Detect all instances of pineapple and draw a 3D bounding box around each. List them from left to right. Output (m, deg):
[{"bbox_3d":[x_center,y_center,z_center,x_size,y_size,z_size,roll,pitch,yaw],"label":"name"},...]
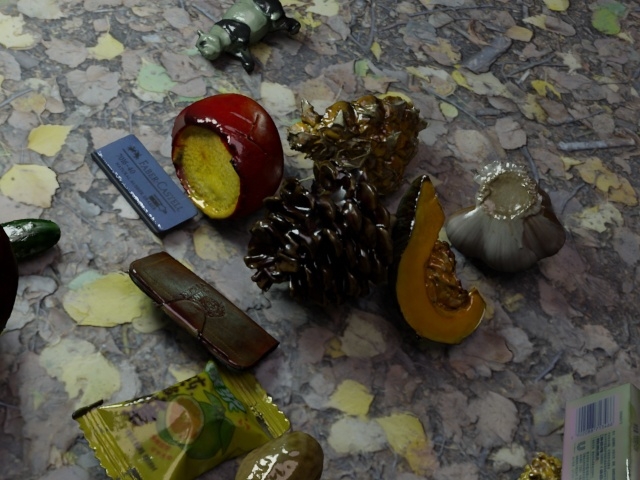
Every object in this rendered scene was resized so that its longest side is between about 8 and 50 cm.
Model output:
[{"bbox_3d":[0.094,-0.170,1.924,0.334,0.161,0.158,7,65,-41],"label":"pineapple"}]

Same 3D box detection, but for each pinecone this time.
[{"bbox_3d":[0.007,-0.009,1.750,0.257,0.243,0.243,-10,55,-47],"label":"pinecone"}]

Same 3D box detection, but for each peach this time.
[{"bbox_3d":[-0.162,-0.141,1.849,0.190,0.196,0.226,-10,50,16],"label":"peach"}]

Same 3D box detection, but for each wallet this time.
[{"bbox_3d":[-0.190,0.111,1.716,0.255,0.031,0.137,38,24,11],"label":"wallet"}]

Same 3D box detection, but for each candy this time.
[{"bbox_3d":[-0.198,0.269,1.587,0.297,0.081,0.187,-21,63,-38],"label":"candy"}]

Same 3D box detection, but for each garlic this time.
[{"bbox_3d":[0.326,-0.074,1.936,0.207,0.207,0.257,3,46,-14],"label":"garlic"}]

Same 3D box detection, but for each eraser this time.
[{"bbox_3d":[-0.307,-0.100,1.870,0.082,0.036,0.225,-29,66,-30],"label":"eraser"}]

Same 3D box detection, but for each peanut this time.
[{"bbox_3d":[-0.086,0.362,1.550,0.108,0.095,0.226,18,48,40],"label":"peanut"}]

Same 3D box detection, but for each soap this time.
[{"bbox_3d":[0.477,0.351,1.658,0.182,0.138,0.199,37,45,-25],"label":"soap"}]

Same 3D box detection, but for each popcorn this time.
[{"bbox_3d":[0.344,0.371,1.675,0.083,0.082,0.057,35,10,-46],"label":"popcorn"}]

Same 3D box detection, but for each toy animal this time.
[{"bbox_3d":[-0.150,-0.412,2.116,0.121,0.094,0.225,34,61,23],"label":"toy animal"}]

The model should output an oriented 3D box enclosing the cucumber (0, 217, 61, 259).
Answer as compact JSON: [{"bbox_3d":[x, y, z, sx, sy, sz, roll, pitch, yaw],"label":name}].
[{"bbox_3d":[-0.523,0.011,1.706,0.227,0.069,0.069,-16,60,-24],"label":"cucumber"}]

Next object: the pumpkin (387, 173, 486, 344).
[{"bbox_3d":[0.151,0.051,1.817,0.163,0.111,0.278,-31,101,-34],"label":"pumpkin"}]

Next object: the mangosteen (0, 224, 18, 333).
[{"bbox_3d":[-0.581,0.049,1.518,0.311,0.311,0.311,8,52,-10],"label":"mangosteen"}]
